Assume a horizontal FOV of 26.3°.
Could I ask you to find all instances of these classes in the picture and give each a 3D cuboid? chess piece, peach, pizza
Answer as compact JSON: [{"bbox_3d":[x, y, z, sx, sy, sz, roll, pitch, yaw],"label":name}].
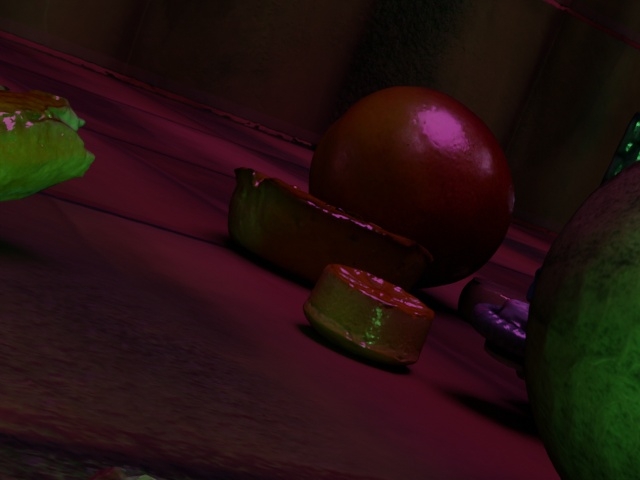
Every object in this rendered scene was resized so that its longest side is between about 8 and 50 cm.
[{"bbox_3d":[0.166,0.064,1.245,0.083,0.038,0.083,24,7,-3],"label":"chess piece"},{"bbox_3d":[0.088,-0.040,1.247,0.197,0.197,0.197,22,6,-3],"label":"peach"},{"bbox_3d":[-0.286,-0.079,0.771,0.297,0.071,0.189,21,18,27],"label":"pizza"}]

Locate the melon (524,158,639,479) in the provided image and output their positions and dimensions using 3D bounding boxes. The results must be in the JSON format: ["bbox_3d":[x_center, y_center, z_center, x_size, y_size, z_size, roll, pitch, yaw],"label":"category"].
[{"bbox_3d":[0.246,0.069,0.562,0.329,0.248,0.248,21,6,17],"label":"melon"}]

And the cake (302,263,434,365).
[{"bbox_3d":[0.030,0.049,0.879,0.084,0.044,0.084,22,8,-3],"label":"cake"}]

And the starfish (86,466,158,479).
[{"bbox_3d":[-0.098,0.074,0.308,0.150,0.053,0.209,-4,28,-46],"label":"starfish"}]

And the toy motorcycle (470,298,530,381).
[{"bbox_3d":[0.214,0.091,0.897,0.171,0.110,0.260,33,13,39],"label":"toy motorcycle"}]

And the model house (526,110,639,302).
[{"bbox_3d":[0.324,0.016,1.159,0.241,0.261,0.226,22,6,-4],"label":"model house"}]

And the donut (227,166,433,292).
[{"bbox_3d":[0.000,0.000,1.113,0.178,0.065,0.162,25,2,33],"label":"donut"}]
